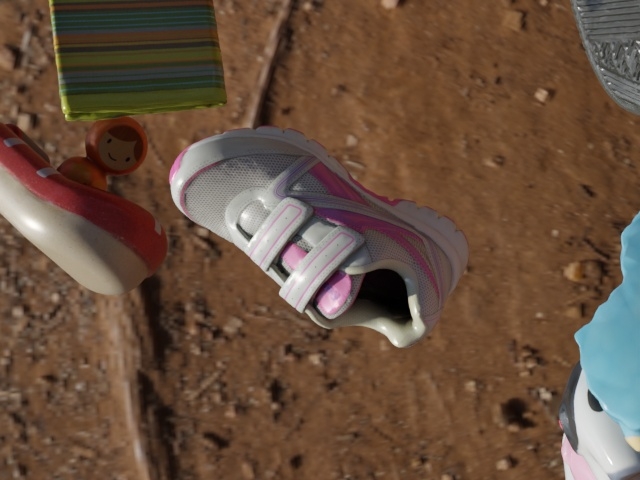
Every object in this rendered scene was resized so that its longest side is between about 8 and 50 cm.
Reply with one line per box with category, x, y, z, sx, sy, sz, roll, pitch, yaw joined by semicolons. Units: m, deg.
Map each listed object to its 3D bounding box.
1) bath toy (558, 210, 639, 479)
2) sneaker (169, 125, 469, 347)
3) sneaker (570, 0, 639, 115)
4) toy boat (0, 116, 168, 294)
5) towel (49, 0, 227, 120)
bath toy;0.212;0.103;0.869;0.151;0.348;0.129;-18;63;-4
sneaker;0.000;0.000;1.056;0.252;0.111;0.103;22;126;-10
sneaker;0.247;-0.238;0.858;0.124;0.178;0.295;32;136;54
toy boat;-0.223;-0.056;1.296;0.151;0.151;0.231;-48;54;-6
towel;-0.123;-0.190;0.851;0.102;0.021;0.237;-5;76;-18
